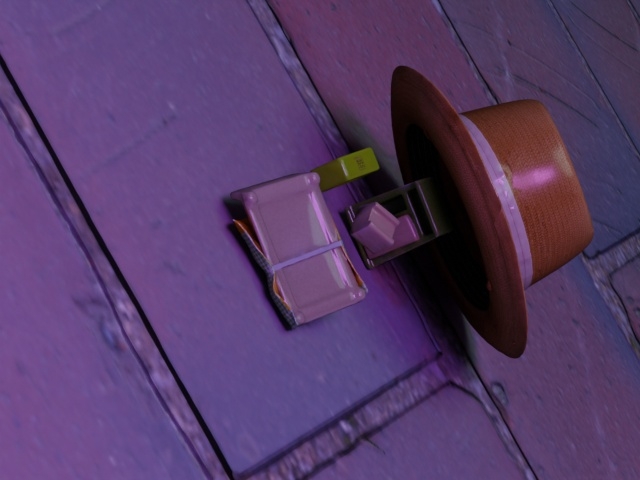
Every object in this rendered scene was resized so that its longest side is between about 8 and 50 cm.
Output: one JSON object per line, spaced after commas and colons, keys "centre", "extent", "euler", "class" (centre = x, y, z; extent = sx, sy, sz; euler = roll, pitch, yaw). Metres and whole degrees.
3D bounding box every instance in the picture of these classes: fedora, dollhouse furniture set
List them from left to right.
{"centre": [0.000, 0.000, 1.009], "extent": [0.152, 0.058, 0.076], "euler": [-21, 87, -48], "class": "dollhouse furniture set"}
{"centre": [0.104, -0.026, 1.092], "extent": [0.194, 0.079, 0.194], "euler": [159, -90, -83], "class": "fedora"}
